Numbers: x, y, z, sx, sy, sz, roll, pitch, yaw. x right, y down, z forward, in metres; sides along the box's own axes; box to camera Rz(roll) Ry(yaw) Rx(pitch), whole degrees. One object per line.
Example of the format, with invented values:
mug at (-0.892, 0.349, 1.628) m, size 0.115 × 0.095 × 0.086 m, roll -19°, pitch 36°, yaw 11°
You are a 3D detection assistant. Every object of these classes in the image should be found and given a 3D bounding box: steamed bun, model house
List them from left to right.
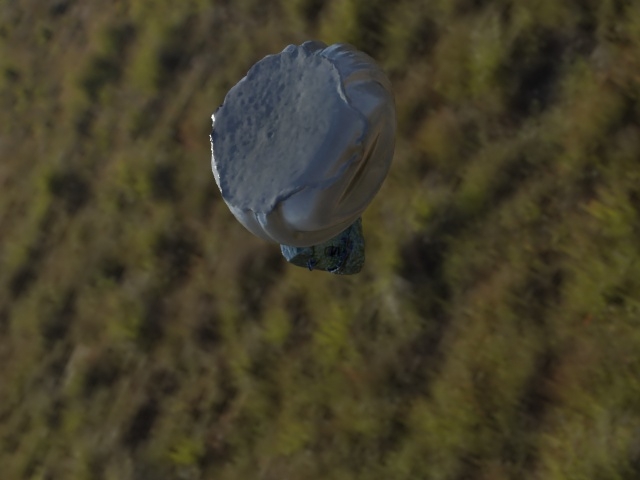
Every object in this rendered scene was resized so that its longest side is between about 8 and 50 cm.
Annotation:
steamed bun at (-0.007, -0.081, 1.339) m, size 0.183 × 0.106 × 0.183 m, roll -18°, pitch 58°, yaw 32°
model house at (0.000, 0.000, 1.729) m, size 0.066 × 0.083 × 0.079 m, roll 137°, pitch 133°, yaw -59°
